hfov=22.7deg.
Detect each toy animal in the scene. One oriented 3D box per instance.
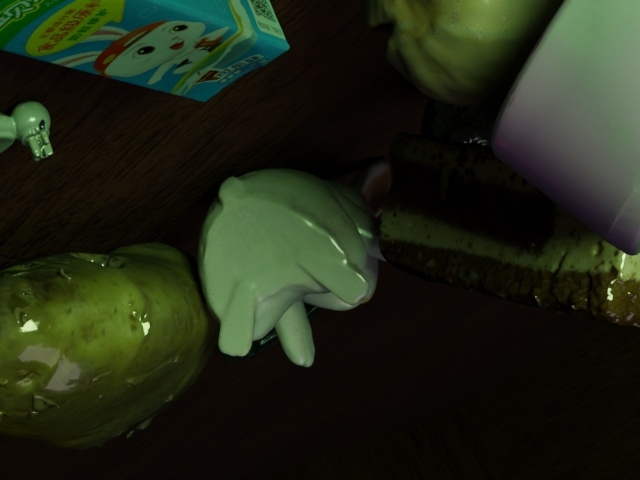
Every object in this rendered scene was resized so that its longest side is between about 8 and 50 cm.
[{"bbox_3d":[0.004,0.012,1.293,0.140,0.138,0.282,-35,166,18],"label":"toy animal"}]

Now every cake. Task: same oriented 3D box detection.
[{"bbox_3d":[0.164,-0.008,1.139,0.135,0.112,0.246,7,-178,-36],"label":"cake"}]

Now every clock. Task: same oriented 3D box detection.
[{"bbox_3d":[0.224,-0.147,0.874,0.338,0.102,0.338,-51,169,-14],"label":"clock"}]

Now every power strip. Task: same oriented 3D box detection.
[{"bbox_3d":[-0.190,-0.052,0.897,0.083,0.035,0.055,-20,166,-16],"label":"power strip"}]

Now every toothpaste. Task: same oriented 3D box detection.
[{"bbox_3d":[-0.103,-0.117,0.765,0.065,0.050,0.266,-27,167,20],"label":"toothpaste"}]

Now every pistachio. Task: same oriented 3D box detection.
[{"bbox_3d":[0.089,-0.138,0.896,0.124,0.124,0.185,-32,175,26],"label":"pistachio"}]

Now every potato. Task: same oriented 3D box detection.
[{"bbox_3d":[-0.183,0.081,1.214,0.191,0.141,0.296,-29,165,16],"label":"potato"}]

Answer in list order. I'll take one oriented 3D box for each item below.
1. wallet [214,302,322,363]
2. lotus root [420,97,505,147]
[{"bbox_3d":[-0.047,0.054,1.571,0.160,0.055,0.236,-32,167,-4],"label":"wallet"},{"bbox_3d":[0.240,-0.094,1.267,0.349,0.175,0.175,-12,164,-18],"label":"lotus root"}]
